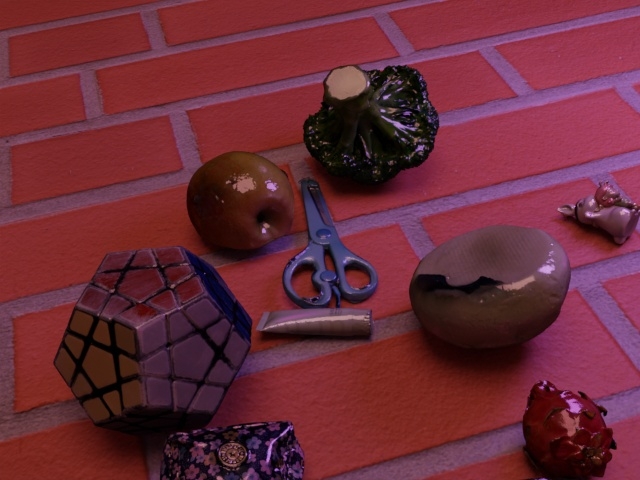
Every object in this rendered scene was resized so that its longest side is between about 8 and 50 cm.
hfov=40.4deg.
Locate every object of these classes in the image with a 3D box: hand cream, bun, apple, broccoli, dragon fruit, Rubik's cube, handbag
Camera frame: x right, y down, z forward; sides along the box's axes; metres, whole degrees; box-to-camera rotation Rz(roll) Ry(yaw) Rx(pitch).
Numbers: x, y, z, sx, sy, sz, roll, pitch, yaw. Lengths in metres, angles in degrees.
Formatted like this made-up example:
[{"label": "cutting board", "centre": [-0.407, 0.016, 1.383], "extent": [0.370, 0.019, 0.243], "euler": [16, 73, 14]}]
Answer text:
[{"label": "hand cream", "centre": [-0.009, 0.144, 1.548], "extent": [0.205, 0.049, 0.078], "euler": [0, 22, 9]}, {"label": "bun", "centre": [0.295, 0.099, 1.485], "extent": [0.283, 0.179, 0.283], "euler": [-16, 21, 7]}, {"label": "apple", "centre": [-0.158, -0.082, 1.722], "extent": [0.207, 0.173, 0.188], "euler": [-44, 35, -19]}, {"label": "broccoli", "centre": [0.106, -0.258, 1.816], "extent": [0.298, 0.297, 0.297], "euler": [-4, 71, 11]}, {"label": "dragon fruit", "centre": [0.362, 0.287, 1.301], "extent": [0.136, 0.133, 0.166], "euler": [21, 27, -39]}, {"label": "Rubik's cube", "centre": [-0.260, 0.162, 1.388], "extent": [0.264, 0.319, 0.319], "euler": [-37, 45, 4]}, {"label": "handbag", "centre": [-0.130, 0.367, 1.253], "extent": [0.229, 0.126, 0.207], "euler": [-1, 40, -8]}]

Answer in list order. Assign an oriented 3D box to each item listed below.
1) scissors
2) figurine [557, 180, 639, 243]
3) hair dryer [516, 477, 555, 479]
[{"label": "scissors", "centre": [0.000, 0.000, 1.716], "extent": [0.180, 0.032, 0.393], "euler": [-4, 41, -9]}, {"label": "figurine", "centre": [0.551, -0.066, 1.705], "extent": [0.146, 0.081, 0.098], "euler": [33, 91, 35]}, {"label": "hair dryer", "centre": [0.200, 0.460, 1.151], "extent": [0.303, 0.116, 0.244], "euler": [-10, 41, 12]}]
